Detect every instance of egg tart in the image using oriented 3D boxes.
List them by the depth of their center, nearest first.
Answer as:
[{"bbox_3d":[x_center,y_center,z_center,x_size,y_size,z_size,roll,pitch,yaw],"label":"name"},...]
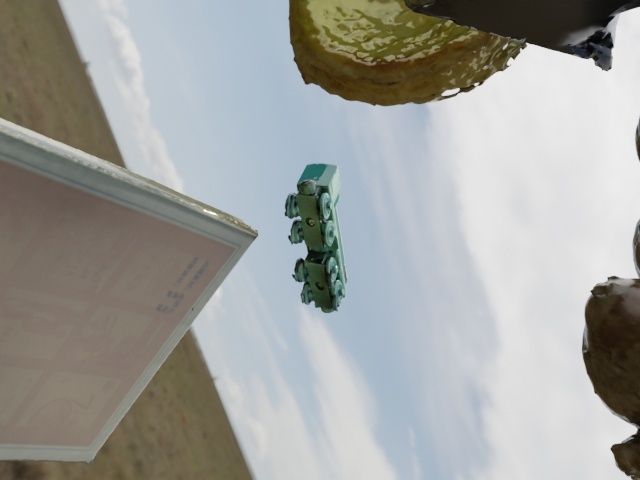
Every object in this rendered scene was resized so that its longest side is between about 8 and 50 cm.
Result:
[{"bbox_3d":[0.112,-0.254,1.099,0.120,0.315,0.315,42,16,-54],"label":"egg tart"}]

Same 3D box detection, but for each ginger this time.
[{"bbox_3d":[0.360,0.054,1.047,0.256,0.375,0.176,31,-14,-32],"label":"ginger"}]

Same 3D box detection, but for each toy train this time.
[{"bbox_3d":[0.000,0.000,0.635,0.045,0.029,0.092,-64,151,-49],"label":"toy train"}]

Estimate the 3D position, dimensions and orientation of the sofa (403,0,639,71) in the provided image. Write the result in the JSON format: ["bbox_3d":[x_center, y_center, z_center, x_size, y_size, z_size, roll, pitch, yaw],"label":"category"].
[{"bbox_3d":[0.199,-0.268,0.799,0.258,0.200,0.181,142,-43,-67],"label":"sofa"}]

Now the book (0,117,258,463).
[{"bbox_3d":[-0.139,0.035,0.511,0.018,0.170,0.242,40,7,27],"label":"book"}]
